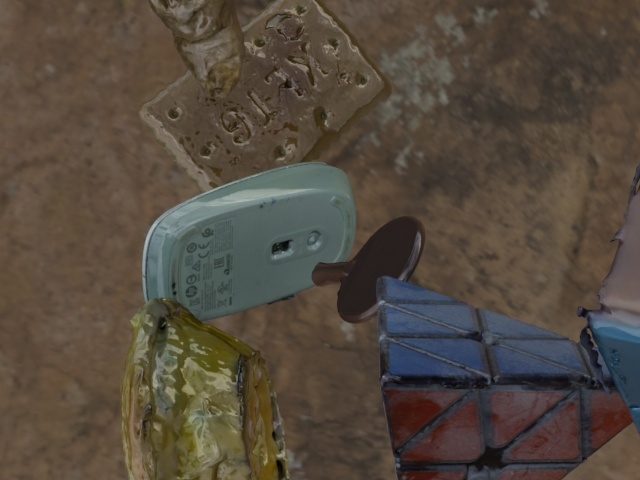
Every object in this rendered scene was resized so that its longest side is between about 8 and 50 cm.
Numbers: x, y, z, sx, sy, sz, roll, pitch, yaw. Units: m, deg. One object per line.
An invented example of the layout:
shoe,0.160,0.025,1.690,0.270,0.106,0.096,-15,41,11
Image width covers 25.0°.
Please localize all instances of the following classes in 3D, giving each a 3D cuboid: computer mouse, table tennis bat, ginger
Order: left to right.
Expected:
ginger,-0.099,-0.225,1.140,0.074,0.137,0.213,2,81,31
computer mouse,-0.084,-0.006,1.664,0.097,0.288,0.159,43,139,45
table tennis bat,0.000,0.000,1.254,0.170,0.119,0.107,-9,49,62

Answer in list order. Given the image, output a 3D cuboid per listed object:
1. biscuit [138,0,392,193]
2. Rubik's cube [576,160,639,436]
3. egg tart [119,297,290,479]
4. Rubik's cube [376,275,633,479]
biscuit,-0.070,-0.194,1.980,0.325,0.044,0.217,-41,90,-21
Rubik's cube,0.286,0.019,0.716,0.225,0.231,0.221,12,66,28
egg tart,-0.104,0.196,1.424,0.120,0.315,0.315,-9,75,8
Rubik's cube,0.064,0.066,0.895,0.211,0.190,0.178,-41,47,7
